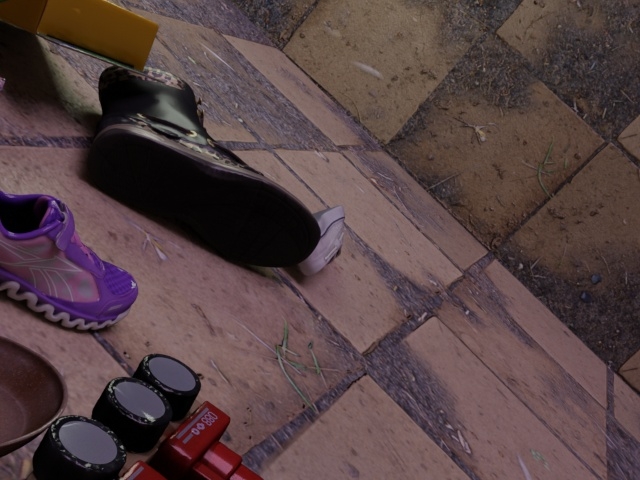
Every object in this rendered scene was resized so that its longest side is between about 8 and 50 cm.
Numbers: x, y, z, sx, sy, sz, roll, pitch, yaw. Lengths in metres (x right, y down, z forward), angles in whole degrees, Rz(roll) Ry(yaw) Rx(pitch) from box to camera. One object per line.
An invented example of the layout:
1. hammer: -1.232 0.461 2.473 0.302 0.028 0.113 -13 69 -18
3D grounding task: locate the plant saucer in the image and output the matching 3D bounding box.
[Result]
1. plant saucer: -0.283 0.111 0.606 0.199 0.036 0.198 16 13 -4

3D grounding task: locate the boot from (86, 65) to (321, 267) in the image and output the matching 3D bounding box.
1. boot: -0.183 -0.122 1.321 0.377 0.138 0.284 23 25 -29

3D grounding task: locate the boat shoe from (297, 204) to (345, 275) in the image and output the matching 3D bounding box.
1. boat shoe: 0.000 0.000 1.507 0.267 0.096 0.088 -55 125 -78

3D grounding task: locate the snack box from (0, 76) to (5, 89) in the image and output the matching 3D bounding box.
1. snack box: -0.350 -0.053 0.712 0.070 0.174 0.207 33 19 -25

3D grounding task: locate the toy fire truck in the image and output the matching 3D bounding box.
1. toy fire truck: -0.100 0.238 0.656 0.246 0.158 0.217 33 16 6

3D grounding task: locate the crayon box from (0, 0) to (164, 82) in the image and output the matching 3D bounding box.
1. crayon box: -0.390 -0.338 1.270 0.323 0.083 0.203 27 9 32

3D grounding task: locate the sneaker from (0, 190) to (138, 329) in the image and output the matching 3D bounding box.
1. sneaker: -0.271 0.010 0.856 0.236 0.104 0.095 28 21 -41
